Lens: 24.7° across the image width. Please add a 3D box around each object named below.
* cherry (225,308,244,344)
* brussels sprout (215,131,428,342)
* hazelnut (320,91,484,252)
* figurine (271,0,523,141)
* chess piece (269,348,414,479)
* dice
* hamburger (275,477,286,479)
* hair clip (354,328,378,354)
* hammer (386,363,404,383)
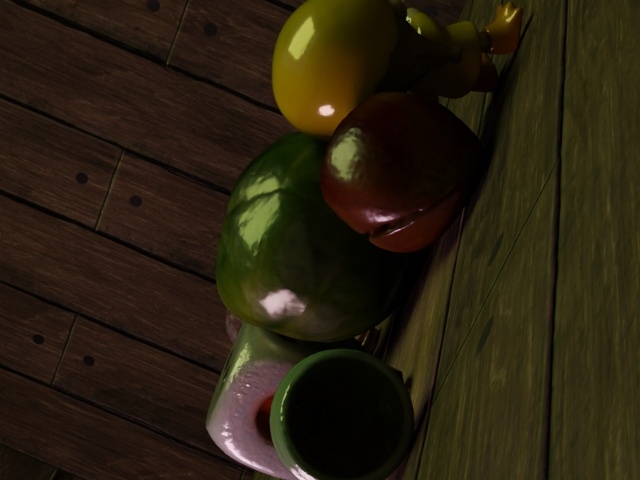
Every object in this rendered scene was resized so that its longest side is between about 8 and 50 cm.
[{"bbox_3d":[-0.029,0.126,2.460,0.300,0.230,0.203,-50,-15,23],"label":"cherry"},{"bbox_3d":[0.005,-0.002,2.032,0.355,0.281,0.289,123,163,-85],"label":"brussels sprout"},{"bbox_3d":[0.107,-0.082,1.782,0.208,0.208,0.208,-157,90,-89],"label":"hazelnut"},{"bbox_3d":[0.100,-0.241,1.934,0.187,0.343,0.215,53,143,43],"label":"figurine"},{"bbox_3d":[-0.001,0.192,1.494,0.271,0.139,0.139,138,155,-74],"label":"chess piece"},{"bbox_3d":[-0.048,0.218,2.110,0.192,0.193,0.194,-84,16,-69],"label":"dice"},{"bbox_3d":[-0.078,0.460,2.507,0.121,0.054,0.084,-59,1,12],"label":"hamburger"},{"bbox_3d":[0.051,0.197,2.252,0.138,0.102,0.123,-31,19,23],"label":"hair clip"},{"bbox_3d":[0.004,0.333,1.584,0.152,0.044,0.427,123,169,-78],"label":"hammer"}]
